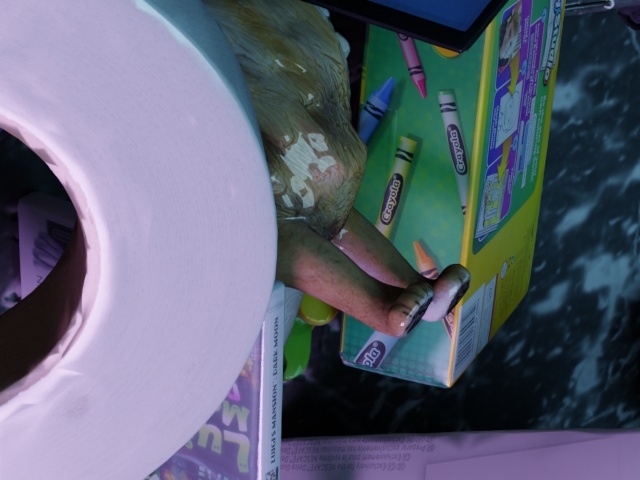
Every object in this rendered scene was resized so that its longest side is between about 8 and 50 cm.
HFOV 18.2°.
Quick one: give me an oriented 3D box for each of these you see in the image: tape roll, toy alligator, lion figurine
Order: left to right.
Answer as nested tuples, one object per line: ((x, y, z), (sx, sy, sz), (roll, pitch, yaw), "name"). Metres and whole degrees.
((-0.213, -0.003, 0.989), (0.392, 0.072, 0.392), (-5, 126, -7), "tape roll")
((-0.060, 0.042, 1.198), (0.142, 0.240, 0.392), (-26, 146, -63), "lion figurine")
((0.000, 0.000, 1.308), (0.051, 0.056, 0.190), (28, 73, -11), "toy alligator")

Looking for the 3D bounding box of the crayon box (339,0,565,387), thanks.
((0.088, -0.067, 1.275), (0.165, 0.081, 0.278), (-41, 140, -59), "crayon box")

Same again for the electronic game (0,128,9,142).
((-0.232, -0.125, 1.049), (0.229, 0.048, 0.229), (-18, 122, -32), "electronic game")

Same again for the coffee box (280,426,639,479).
((0.158, 0.323, 1.324), (0.337, 0.338, 0.334), (23, 68, -43), "coffee box")

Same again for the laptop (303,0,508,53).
((0.039, -0.264, 1.058), (0.136, 0.234, 0.264), (-18, 124, -54), "laptop")

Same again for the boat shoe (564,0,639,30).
((0.220, -0.182, 1.381), (0.228, 0.080, 0.076), (-8, 122, -36), "boat shoe")

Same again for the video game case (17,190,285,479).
((-0.102, 0.076, 1.162), (0.022, 0.190, 0.173), (-29, 129, -47), "video game case")
